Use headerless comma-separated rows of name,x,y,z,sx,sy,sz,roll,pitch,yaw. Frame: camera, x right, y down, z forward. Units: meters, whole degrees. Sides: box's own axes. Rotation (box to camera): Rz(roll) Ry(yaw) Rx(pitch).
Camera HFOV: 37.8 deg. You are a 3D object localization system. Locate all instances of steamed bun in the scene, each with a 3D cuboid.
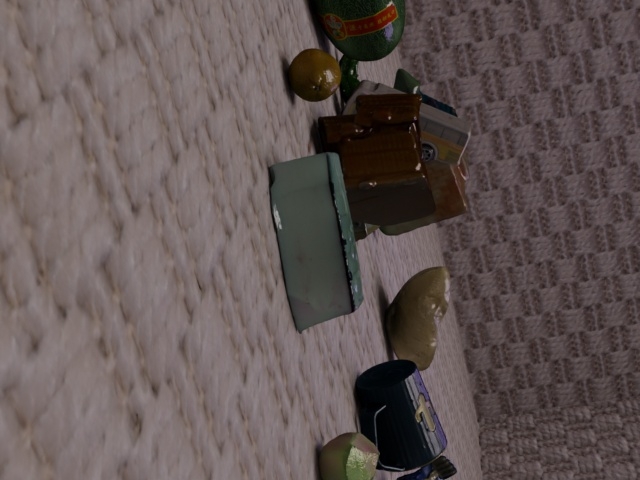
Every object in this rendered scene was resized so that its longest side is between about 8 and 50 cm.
steamed bun,0.200,0.174,2.048,0.231,0.110,0.212,114,-15,-54

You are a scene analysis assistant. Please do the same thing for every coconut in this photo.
coconut,0.038,0.297,1.249,0.082,0.081,0.083,28,59,-30

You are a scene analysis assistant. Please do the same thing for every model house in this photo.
model house,0.100,-0.159,1.675,0.220,0.199,0.229,83,0,-66
model house,0.199,-0.223,2.148,0.312,0.245,0.280,-86,154,-54

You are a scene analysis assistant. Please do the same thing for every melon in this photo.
melon,0.073,-0.485,1.856,0.182,0.182,0.288,-89,162,-45

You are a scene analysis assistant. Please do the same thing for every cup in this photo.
cup,0.123,0.303,1.586,0.176,0.131,0.155,-33,109,-51

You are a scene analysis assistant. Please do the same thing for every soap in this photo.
soap,0.000,0.000,1.288,0.145,0.091,0.231,-24,102,-78

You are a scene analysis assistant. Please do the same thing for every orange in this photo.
orange,-0.010,-0.261,1.487,0.095,0.085,0.085,-93,167,-52

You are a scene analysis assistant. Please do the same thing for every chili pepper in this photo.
chili pepper,0.077,-0.356,2.033,0.050,0.073,0.182,24,59,-48

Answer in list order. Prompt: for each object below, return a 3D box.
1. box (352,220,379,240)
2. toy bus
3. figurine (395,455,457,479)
box,0.076,-0.111,1.874,0.270,0.045,0.211,-36,114,-77
toy bus,0.177,-0.242,1.931,0.092,0.268,0.106,-70,-177,-62
figurine,0.156,0.477,1.601,0.262,0.120,0.164,-10,90,-63
